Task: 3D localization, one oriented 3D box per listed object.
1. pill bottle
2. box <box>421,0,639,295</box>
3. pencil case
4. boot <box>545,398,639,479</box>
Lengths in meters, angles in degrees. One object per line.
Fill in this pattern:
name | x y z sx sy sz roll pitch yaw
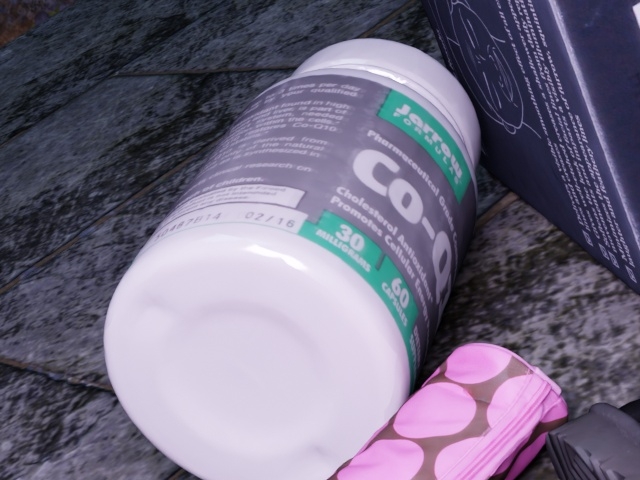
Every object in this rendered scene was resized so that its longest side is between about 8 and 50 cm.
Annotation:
pill bottle | 0.000 0.000 1.164 0.204 0.204 0.361 -14 25 24
box | 0.223 -0.169 1.196 0.212 0.293 0.395 -26 22 -4
pencil case | 0.061 0.141 0.935 0.209 0.095 0.098 -43 -3 -37
boot | 0.277 0.100 0.746 0.260 0.131 0.348 -27 22 -6
